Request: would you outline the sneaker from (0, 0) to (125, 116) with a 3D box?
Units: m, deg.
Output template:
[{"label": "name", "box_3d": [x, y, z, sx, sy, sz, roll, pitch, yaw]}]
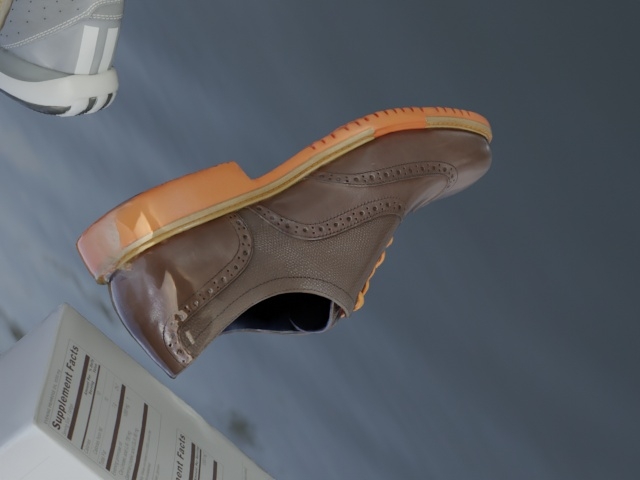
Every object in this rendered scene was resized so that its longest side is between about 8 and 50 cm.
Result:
[{"label": "sneaker", "box_3d": [-0.194, -0.174, 0.948, 0.229, 0.086, 0.132, 28, 116, 17]}]

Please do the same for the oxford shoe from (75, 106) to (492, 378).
[{"label": "oxford shoe", "box_3d": [0.000, 0.000, 1.240, 0.133, 0.364, 0.130, 62, 146, 11]}]

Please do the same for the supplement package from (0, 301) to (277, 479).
[{"label": "supplement package", "box_3d": [-0.129, 0.184, 1.078, 0.244, 0.139, 0.134, 43, -158, -22]}]

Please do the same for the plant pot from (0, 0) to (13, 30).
[{"label": "plant pot", "box_3d": [-0.303, -0.178, 0.677, 0.305, 0.334, 0.334, 18, 145, 4]}]
